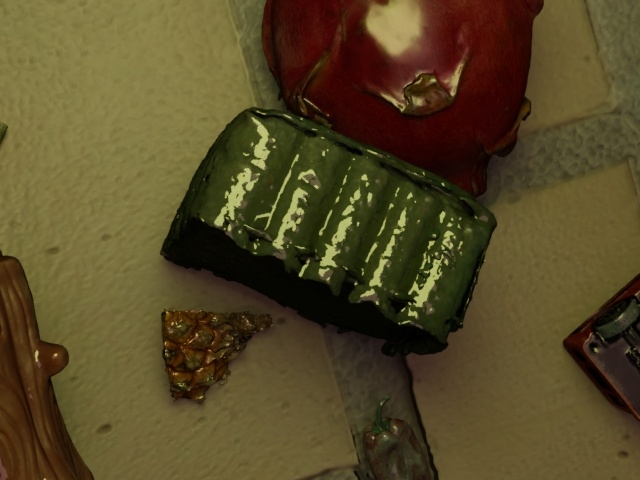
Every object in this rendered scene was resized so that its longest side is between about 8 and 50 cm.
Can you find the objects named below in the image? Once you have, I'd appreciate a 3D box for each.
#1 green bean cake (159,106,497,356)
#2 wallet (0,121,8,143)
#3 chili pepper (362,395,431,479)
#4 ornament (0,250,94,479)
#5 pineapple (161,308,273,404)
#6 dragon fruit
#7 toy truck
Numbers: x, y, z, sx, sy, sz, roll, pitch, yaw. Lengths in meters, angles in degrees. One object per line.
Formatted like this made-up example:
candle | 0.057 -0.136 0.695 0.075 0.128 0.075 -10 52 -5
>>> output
green bean cake | 0.000 0.000 1.088 0.241 0.255 0.132 22 78 -8
wallet | -0.357 -0.052 1.133 0.110 0.039 0.155 22 85 -10
chili pepper | 0.076 0.217 1.202 0.050 0.041 0.153 -20 109 10
ornament | -0.320 0.131 1.041 0.235 0.221 0.218 -5 99 35
pineapple | -0.100 0.087 1.171 0.114 0.077 0.114 -16 126 -20
dragon fruit | 0.069 -0.177 1.119 0.250 0.250 0.315 4 105 -9
toy truck | 0.356 0.052 1.215 0.252 0.114 0.107 -40 94 -6
